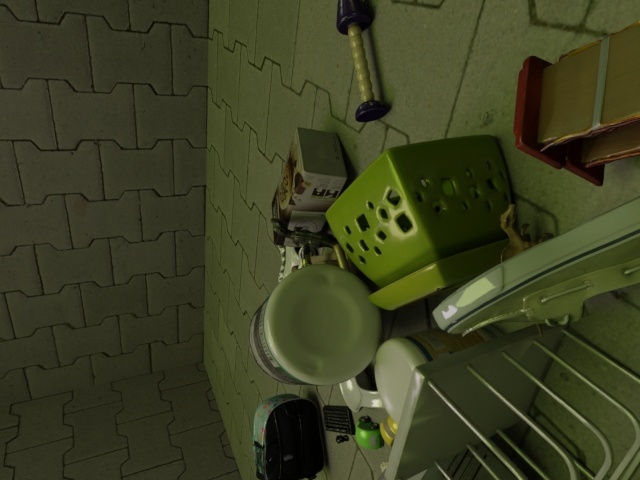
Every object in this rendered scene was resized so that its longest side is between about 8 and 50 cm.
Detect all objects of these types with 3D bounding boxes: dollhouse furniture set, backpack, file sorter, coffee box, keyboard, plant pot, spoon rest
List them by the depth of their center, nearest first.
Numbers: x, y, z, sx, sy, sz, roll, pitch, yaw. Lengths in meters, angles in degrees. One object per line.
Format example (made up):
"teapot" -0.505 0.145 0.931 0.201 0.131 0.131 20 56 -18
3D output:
"dollhouse furniture set" 0.343 -0.266 0.443 0.201 0.152 0.374 -5 74 64
"file sorter" 0.256 0.248 0.553 0.173 0.278 0.193 42 132 48
"plant pot" 0.174 -0.018 0.720 0.227 0.228 0.207 -42 64 59
"spoon rest" 0.106 0.366 1.094 0.276 0.084 0.137 -20 77 62
"coffee box" -0.042 -0.132 1.205 0.297 0.119 0.168 116 152 -47
"keyboard" 0.052 0.549 1.316 0.180 0.023 0.108 -39 62 61
"backpack" -0.111 0.632 1.442 0.191 0.225 0.253 -6 87 59

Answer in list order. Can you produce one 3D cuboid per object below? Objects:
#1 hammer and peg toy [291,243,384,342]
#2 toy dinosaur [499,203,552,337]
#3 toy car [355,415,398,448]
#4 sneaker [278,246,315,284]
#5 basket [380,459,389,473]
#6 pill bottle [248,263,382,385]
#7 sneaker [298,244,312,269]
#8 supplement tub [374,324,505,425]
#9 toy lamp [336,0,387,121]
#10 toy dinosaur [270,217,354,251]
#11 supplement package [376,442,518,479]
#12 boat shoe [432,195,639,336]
"hammer and peg toy" 0.054 0.148 1.103 0.361 0.127 0.266 -16 80 63
"toy dinosaur" 0.293 0.040 0.626 0.053 0.092 0.183 -30 69 62
"toy car" 0.142 0.504 1.085 0.225 0.053 0.239 6 101 63
"sneaker" -0.064 0.087 1.362 0.118 0.110 0.292 -10 88 55
"basket" 0.206 0.481 0.886 0.167 0.113 0.103 125 134 -53
"pill bottle" -0.034 0.183 0.887 0.361 0.204 0.204 132 127 -68
"sneaker" -0.032 0.050 1.088 0.035 0.031 0.083 31 126 43
"supplement tub" 0.205 0.214 0.724 0.144 0.200 0.144 25 118 61
"toy lamp" 0.087 -0.402 0.965 0.080 0.080 0.274 -21 80 63
"toy dinosaur" 0.000 0.000 1.150 0.118 0.268 0.064 31 -109 -77
"supplement package" 0.212 0.462 0.669 0.262 0.198 0.199 45 142 12
"boat shoe" 0.279 0.051 0.523 0.302 0.109 0.094 -34 70 24
